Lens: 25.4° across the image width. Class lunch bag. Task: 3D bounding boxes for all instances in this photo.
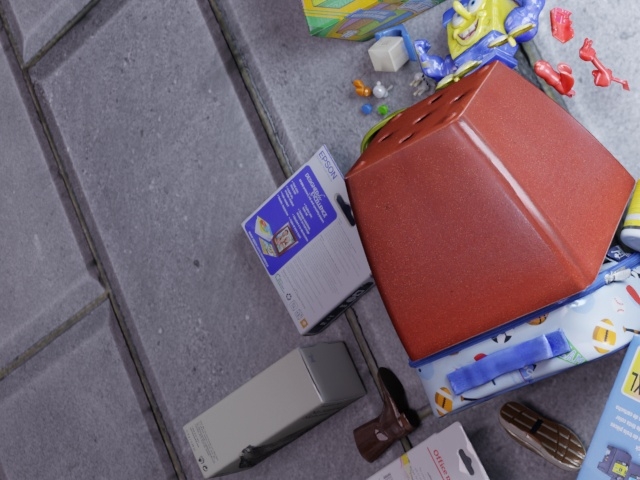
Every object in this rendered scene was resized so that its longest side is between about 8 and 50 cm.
[{"bbox_3d":[0.270,0.114,1.747,0.303,0.243,0.115,-28,84,36],"label":"lunch bag"}]

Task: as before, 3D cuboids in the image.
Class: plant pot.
[{"bbox_3d":[0.185,-0.055,1.721,0.267,0.267,0.236,-28,105,35],"label":"plant pot"}]

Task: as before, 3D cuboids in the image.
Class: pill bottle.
[{"bbox_3d":[0.411,-0.046,1.728,0.065,0.065,0.116,9,73,38],"label":"pill bottle"}]

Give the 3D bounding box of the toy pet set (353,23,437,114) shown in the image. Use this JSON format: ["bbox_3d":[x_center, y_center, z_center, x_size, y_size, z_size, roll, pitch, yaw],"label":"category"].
[{"bbox_3d":[0.107,-0.240,2.001,0.122,0.065,0.114,9,132,41],"label":"toy pet set"}]

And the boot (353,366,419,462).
[{"bbox_3d":[0.079,0.253,2.047,0.114,0.037,0.106,-42,64,37],"label":"boot"}]

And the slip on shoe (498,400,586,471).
[{"bbox_3d":[0.292,0.264,1.872,0.135,0.051,0.041,30,150,26],"label":"slip on shoe"}]

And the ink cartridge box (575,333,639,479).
[{"bbox_3d":[0.397,0.318,1.607,0.151,0.270,0.396,24,98,37],"label":"ink cartridge box"}]

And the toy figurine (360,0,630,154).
[{"bbox_3d":[0.220,-0.237,1.881,0.362,0.191,0.217,-36,39,42],"label":"toy figurine"}]

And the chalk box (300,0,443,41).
[{"bbox_3d":[0.084,-0.376,1.952,0.213,0.132,0.132,-24,78,37],"label":"chalk box"}]

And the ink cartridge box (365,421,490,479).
[{"bbox_3d":[0.163,0.336,1.959,0.198,0.067,0.115,-40,68,35],"label":"ink cartridge box"}]

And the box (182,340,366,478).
[{"bbox_3d":[-0.071,0.254,2.119,0.275,0.113,0.094,-37,70,35],"label":"box"}]

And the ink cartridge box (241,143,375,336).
[{"bbox_3d":[0.000,0.000,2.091,0.208,0.045,0.206,-43,66,33],"label":"ink cartridge box"}]
